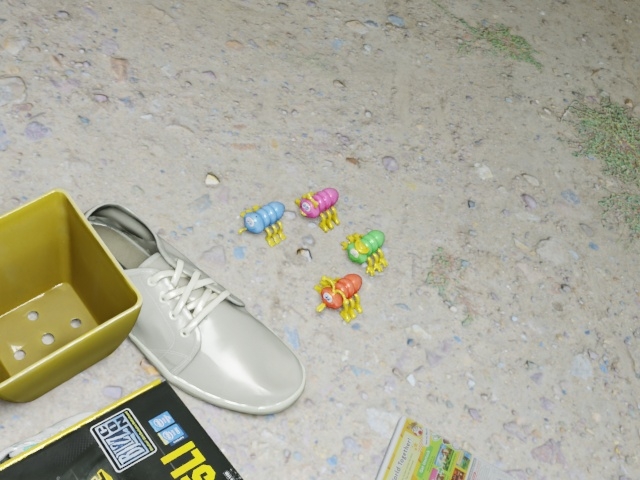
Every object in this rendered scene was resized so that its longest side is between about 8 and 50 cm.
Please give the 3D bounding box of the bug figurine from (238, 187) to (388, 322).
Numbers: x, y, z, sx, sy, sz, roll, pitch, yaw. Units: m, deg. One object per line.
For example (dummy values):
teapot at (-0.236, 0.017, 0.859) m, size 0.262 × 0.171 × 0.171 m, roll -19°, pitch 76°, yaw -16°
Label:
bug figurine at (0.000, 0.000, 1.380) m, size 0.279 × 0.072 × 0.216 m, roll 43°, pitch 50°, yaw 13°

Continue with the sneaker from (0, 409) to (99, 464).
sneaker at (-0.359, 0.277, 1.004) m, size 0.212 × 0.094 × 0.080 m, roll -29°, pitch 67°, yaw -37°

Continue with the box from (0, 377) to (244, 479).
box at (-0.206, 0.338, 0.892) m, size 0.257 × 0.079 × 0.322 m, roll -25°, pitch 49°, yaw -29°

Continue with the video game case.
video game case at (0.173, 0.403, 1.169) m, size 0.206 × 0.026 × 0.227 m, roll 29°, pitch 50°, yaw 1°

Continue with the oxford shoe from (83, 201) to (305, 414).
oxford shoe at (-0.211, 0.099, 1.183) m, size 0.449 × 0.130 × 0.169 m, roll 37°, pitch 48°, yaw 7°

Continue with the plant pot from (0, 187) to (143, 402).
plant pot at (-0.379, 0.098, 1.060) m, size 0.212 × 0.187 × 0.212 m, roll -31°, pitch 69°, yaw -25°
